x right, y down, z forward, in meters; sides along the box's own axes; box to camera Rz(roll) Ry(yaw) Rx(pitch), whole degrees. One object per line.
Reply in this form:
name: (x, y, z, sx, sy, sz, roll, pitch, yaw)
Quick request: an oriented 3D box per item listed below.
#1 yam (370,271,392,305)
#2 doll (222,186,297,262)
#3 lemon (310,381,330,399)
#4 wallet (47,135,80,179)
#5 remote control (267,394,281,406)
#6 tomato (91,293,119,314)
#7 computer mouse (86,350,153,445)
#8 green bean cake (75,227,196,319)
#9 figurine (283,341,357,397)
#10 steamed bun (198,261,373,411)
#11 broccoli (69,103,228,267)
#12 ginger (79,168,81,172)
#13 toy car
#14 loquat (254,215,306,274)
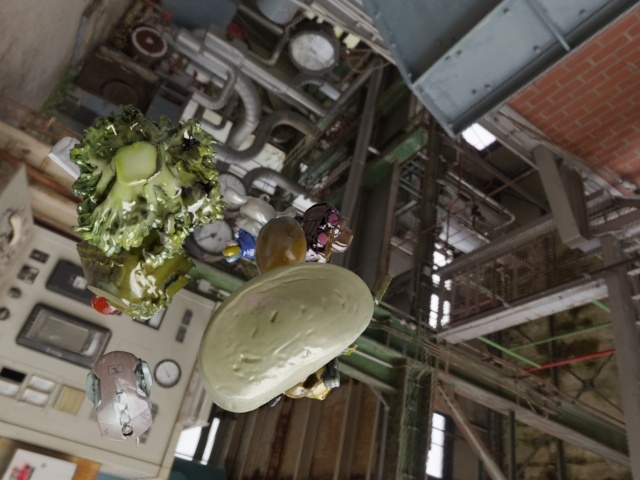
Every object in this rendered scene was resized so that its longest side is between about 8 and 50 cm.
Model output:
yam: (0.221, 0.180, 1.839, 0.132, 0.054, 0.054, -56, -163, -26)
doll: (-0.313, -0.050, 2.348, 0.187, 0.375, 0.366, 155, -52, -73)
lemon: (-0.032, 0.606, 2.260, 0.204, 0.204, 0.261, -36, -118, 49)
wallet: (-0.836, -0.274, 1.700, 0.031, 0.183, 0.124, -23, -149, 39)
remote control: (-0.209, 0.406, 1.523, 0.245, 0.025, 0.063, 48, -60, 20)
tomato: (-0.970, 0.294, 2.255, 0.139, 0.159, 0.091, -41, -123, 8)
computer mouse: (-0.633, 0.530, 1.564, 0.115, 0.199, 0.390, -135, -141, -62)
green bean cake: (-0.475, 0.099, 1.284, 0.309, 0.285, 0.202, 8, -134, 40)
figurine: (-0.034, 0.430, 1.727, 0.285, 0.167, 0.342, -42, -176, -32)
steamed bun: (-0.115, 0.230, 1.287, 0.455, 0.290, 0.371, -27, 165, -23)
broccoli: (-0.371, -0.120, 1.059, 0.272, 0.333, 0.325, -115, -154, -64)
ginger: (-0.587, -0.208, 1.462, 0.289, 0.137, 0.089, 18, -71, 27)
toy car: (0.000, 0.000, 2.286, 0.271, 0.240, 0.341, -4, -131, 50)
loquat: (-0.131, 0.030, 1.624, 0.179, 0.179, 0.228, -168, -93, -68)
